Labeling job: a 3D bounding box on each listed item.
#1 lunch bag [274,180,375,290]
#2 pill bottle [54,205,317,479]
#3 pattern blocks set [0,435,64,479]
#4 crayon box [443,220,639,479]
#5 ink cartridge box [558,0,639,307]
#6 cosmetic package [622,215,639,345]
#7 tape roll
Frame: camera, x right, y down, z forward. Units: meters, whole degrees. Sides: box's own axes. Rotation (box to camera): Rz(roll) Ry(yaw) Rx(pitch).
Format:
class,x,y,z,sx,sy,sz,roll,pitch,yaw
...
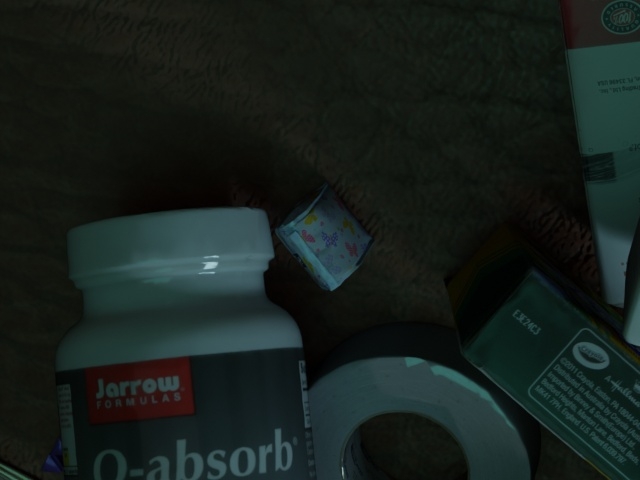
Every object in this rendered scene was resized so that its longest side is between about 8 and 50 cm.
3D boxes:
class,x,y,z,sx,sy,sz,roll,pitch,yaw
lunch bag,0.000,0.000,1.510,0.053,0.083,0.071,-36,100,24
pill bottle,-0.111,0.163,1.486,0.210,0.210,0.363,-8,85,18
pattern blocks set,-0.346,0.281,1.748,0.285,0.026,0.325,41,116,-4
crayon box,0.200,0.089,1.384,0.203,0.323,0.083,40,96,-4
ink cartridge box,0.299,-0.099,1.373,0.197,0.114,0.273,-5,109,15
cosmetic package,0.343,-0.097,1.218,0.197,0.155,0.366,13,114,6
tape roll,0.081,0.185,1.572,0.219,0.072,0.219,6,113,13
